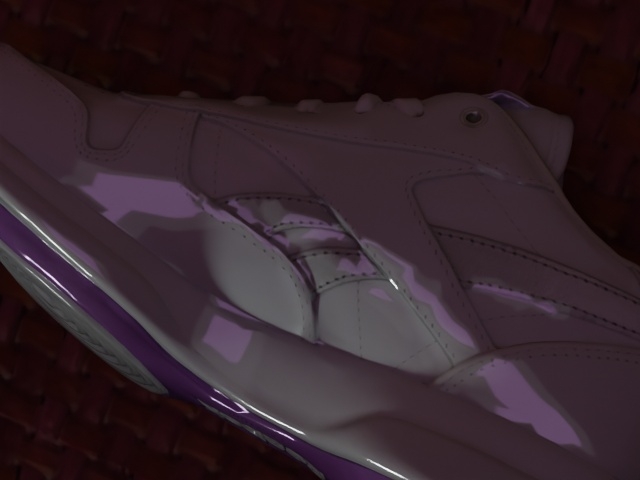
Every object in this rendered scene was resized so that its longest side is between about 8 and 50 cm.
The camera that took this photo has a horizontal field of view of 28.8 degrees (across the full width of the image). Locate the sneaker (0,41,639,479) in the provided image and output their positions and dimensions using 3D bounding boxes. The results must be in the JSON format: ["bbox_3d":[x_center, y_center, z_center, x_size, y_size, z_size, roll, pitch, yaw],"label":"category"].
[{"bbox_3d":[0.000,0.000,0.438,0.305,0.114,0.152,31,73,14],"label":"sneaker"}]
